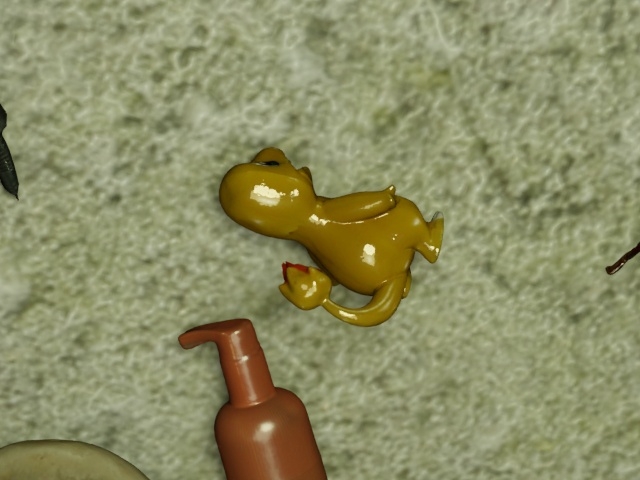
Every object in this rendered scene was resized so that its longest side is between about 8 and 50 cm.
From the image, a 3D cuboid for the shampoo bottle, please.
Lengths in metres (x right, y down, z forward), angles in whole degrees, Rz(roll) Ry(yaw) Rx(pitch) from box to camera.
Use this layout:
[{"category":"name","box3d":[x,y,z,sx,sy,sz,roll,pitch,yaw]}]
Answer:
[{"category":"shampoo bottle","box3d":[-0.041,0.179,1.565,0.085,0.085,0.244,-17,104,0]}]

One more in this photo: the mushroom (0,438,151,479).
[{"category":"mushroom","box3d":[-0.213,0.265,1.504,0.207,0.215,0.207,1,106,3]}]

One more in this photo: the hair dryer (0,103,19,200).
[{"category":"hair dryer","box3d":[-0.318,-0.125,1.461,0.235,0.091,0.272,-28,110,13]}]

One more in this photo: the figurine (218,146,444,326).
[{"category":"figurine","box3d":[-0.003,0.002,1.500,0.176,0.122,0.121,29,139,-4]}]

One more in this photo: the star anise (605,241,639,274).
[{"category":"star anise","box3d":[0.310,-0.027,1.548,0.190,0.070,0.097,-36,107,7]}]
